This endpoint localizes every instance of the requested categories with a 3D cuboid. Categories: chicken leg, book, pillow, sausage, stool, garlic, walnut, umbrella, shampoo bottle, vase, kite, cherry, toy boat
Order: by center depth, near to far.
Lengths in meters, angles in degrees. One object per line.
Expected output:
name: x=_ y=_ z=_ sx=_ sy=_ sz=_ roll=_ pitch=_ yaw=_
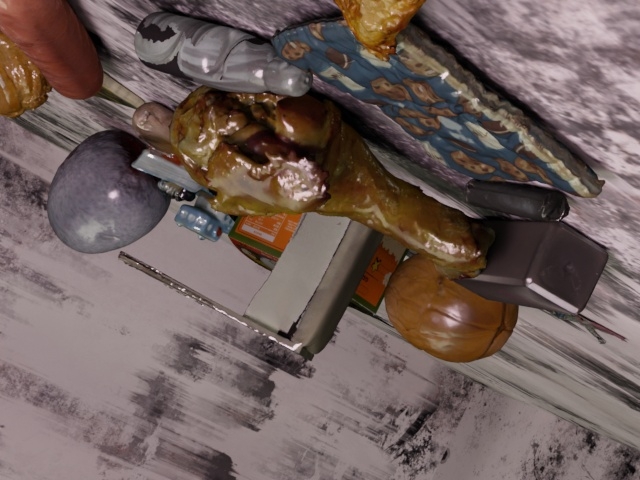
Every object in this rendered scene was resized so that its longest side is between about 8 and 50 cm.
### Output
pillow: x=0.091 y=-0.109 z=0.761 sx=0.256 sy=0.034 sz=0.189 roll=29 pitch=175 yaw=-27
vase: x=-0.089 y=-0.169 z=0.875 sx=0.211 sy=0.060 sz=0.060 roll=24 pitch=172 yaw=38
umbrella: x=0.184 y=-0.041 z=0.901 sx=0.036 sy=0.031 sz=0.133 roll=55 pitch=162 yaw=-24
chicken leg: x=0.014 y=-0.065 z=0.955 sx=0.361 sy=0.140 sz=0.211 roll=24 pitch=-166 yaw=5
shampoo bottle: x=0.216 y=0.026 z=1.055 sx=0.080 sy=0.079 sz=0.246 roll=30 pitch=173 yaw=-15
sausage: x=-0.326 y=-0.244 z=1.149 sx=0.088 sy=0.087 sz=0.433 roll=28 pitch=174 yaw=-1
stool: x=-0.072 y=-0.012 z=1.214 sx=0.270 sy=0.243 sz=0.170 roll=26 pitch=172 yaw=9
walnut: x=0.184 y=0.089 z=1.335 sx=0.167 sy=0.167 sz=0.207 roll=34 pitch=173 yaw=-41
kite: x=0.403 y=0.131 z=1.415 sx=0.139 sy=0.011 sz=0.157 roll=25 pitch=173 yaw=40
garlic: x=-0.248 y=-0.180 z=1.441 sx=0.084 sy=0.066 sz=0.152 roll=-9 pitch=157 yaw=30
book: x=-0.399 y=-0.269 z=1.500 sx=0.228 sy=0.024 sz=0.160 roll=20 pitch=172 yaw=42
toy boat: x=-0.241 y=-0.092 z=1.737 sx=0.145 sy=0.133 sz=0.332 roll=25 pitch=172 yaw=29
cherry: x=-0.430 y=-0.098 z=1.920 sx=0.218 sy=0.296 sz=0.255 roll=36 pitch=-162 yaw=-44

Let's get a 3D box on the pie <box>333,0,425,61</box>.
pie: x=0.031 y=-0.162 z=0.552 sx=0.088 sy=0.033 sz=0.191 roll=43 pitch=163 yaw=-2

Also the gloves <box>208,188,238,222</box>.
gloves: x=-0.135 y=-0.072 z=1.587 sx=0.181 sy=0.106 sz=0.129 roll=23 pitch=175 yaw=4

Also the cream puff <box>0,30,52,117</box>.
cream puff: x=-0.455 y=-0.259 z=1.366 sx=0.165 sy=0.115 sz=0.150 roll=33 pitch=145 yaw=19

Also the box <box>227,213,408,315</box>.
box: x=0.000 y=0.000 z=1.423 sx=0.195 sy=0.148 sz=0.177 roll=22 pitch=170 yaw=39
